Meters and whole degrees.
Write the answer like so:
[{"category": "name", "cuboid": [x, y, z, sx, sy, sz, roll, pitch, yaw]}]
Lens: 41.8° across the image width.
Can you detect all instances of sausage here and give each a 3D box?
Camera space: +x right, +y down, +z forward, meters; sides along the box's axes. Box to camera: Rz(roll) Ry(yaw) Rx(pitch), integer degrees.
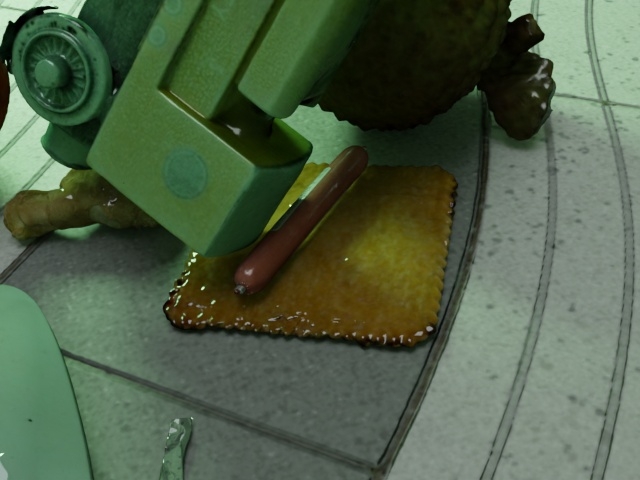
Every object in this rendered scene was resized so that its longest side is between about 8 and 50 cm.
[{"category": "sausage", "cuboid": [-0.013, -0.024, 0.747, 0.029, 0.029, 0.223, 17, 46, 26]}]

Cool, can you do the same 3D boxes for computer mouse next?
[{"category": "computer mouse", "cuboid": [-0.247, 0.132, 0.570, 0.159, 0.097, 0.288, -18, 39, -12]}]

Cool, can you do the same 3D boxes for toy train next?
[{"category": "toy train", "cuboid": [-0.077, -0.188, 0.668, 0.253, 0.397, 0.160, 37, 24, 8]}]

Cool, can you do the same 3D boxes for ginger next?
[{"category": "ginger", "cuboid": [-0.222, -0.051, 0.801, 0.165, 0.067, 0.096, -5, 64, 2]}]

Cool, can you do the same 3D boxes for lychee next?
[{"category": "lychee", "cuboid": [0.070, -0.231, 0.815, 0.320, 0.270, 0.270, 0, 41, 2]}]

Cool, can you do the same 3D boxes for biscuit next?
[{"category": "biscuit", "cuboid": [0.000, 0.000, 0.751, 0.232, 0.013, 0.237, 3, 41, 13]}]

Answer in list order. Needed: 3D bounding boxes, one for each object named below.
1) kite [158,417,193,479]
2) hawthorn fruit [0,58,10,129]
[{"category": "kite", "cuboid": [-0.107, 0.214, 0.526, 0.229, 0.012, 0.250, -5, 40, 2]}, {"category": "hawthorn fruit", "cuboid": [-0.446, -0.143, 0.803, 0.295, 0.295, 0.311, -13, 17, -6]}]
